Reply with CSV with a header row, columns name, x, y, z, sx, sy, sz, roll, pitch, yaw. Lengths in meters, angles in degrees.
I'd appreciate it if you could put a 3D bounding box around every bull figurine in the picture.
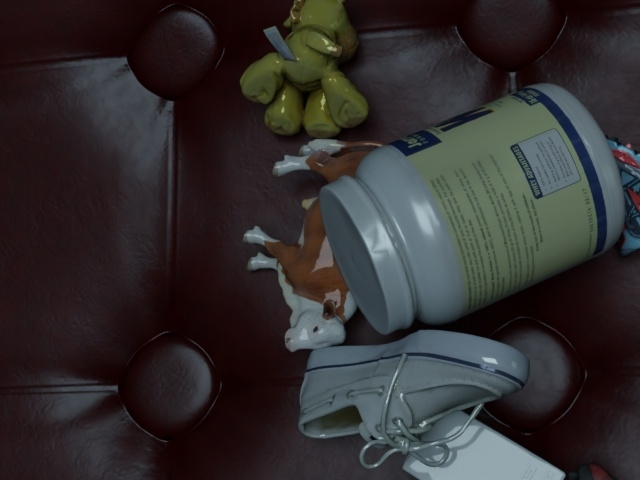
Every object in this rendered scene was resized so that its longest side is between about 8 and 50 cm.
name,x,y,z,sx,sy,sz,roll,pitch,yaw
bull figurine,0.000,0.000,1.662,0.188,0.101,0.310,23,82,21

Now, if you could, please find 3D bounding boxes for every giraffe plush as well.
name,x,y,z,sx,sy,sz,roll,pitch,yaw
giraffe plush,-0.010,-0.269,1.704,0.181,0.210,0.170,4,49,19

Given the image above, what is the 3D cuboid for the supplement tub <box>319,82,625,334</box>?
name,x,y,z,sx,sy,sz,roll,pitch,yaw
supplement tub,0.185,-0.036,1.518,0.324,0.235,0.235,-23,73,-11

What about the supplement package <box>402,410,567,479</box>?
name,x,y,z,sx,sy,sz,roll,pitch,yaw
supplement package,0.210,0.294,1.548,0.179,0.105,0.105,30,87,17

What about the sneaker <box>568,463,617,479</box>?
name,x,y,z,sx,sy,sz,roll,pitch,yaw
sneaker,0.416,0.379,1.486,0.135,0.097,0.276,-35,75,4

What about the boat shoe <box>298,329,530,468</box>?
name,x,y,z,sx,sy,sz,roll,pitch,yaw
boat shoe,0.093,0.206,1.477,0.367,0.136,0.156,-10,56,47

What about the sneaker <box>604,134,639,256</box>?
name,x,y,z,sx,sy,sz,roll,pitch,yaw
sneaker,0.409,-0.043,1.575,0.262,0.104,0.125,33,89,18
